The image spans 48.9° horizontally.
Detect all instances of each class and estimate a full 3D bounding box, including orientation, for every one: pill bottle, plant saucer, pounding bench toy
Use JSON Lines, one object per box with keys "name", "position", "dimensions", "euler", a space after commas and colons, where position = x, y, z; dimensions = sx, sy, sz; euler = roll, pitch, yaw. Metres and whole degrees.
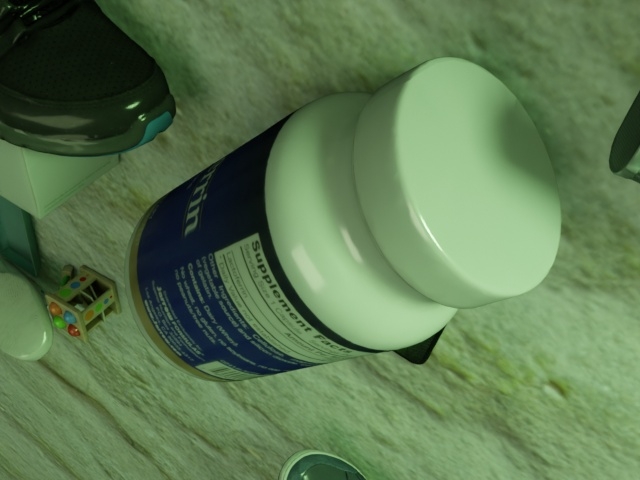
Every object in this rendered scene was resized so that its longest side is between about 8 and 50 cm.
{"name": "pill bottle", "position": [0.000, 0.000, 0.440], "dimensions": [0.264, 0.153, 0.153], "euler": [-22, 108, 47]}
{"name": "plant saucer", "position": [-0.366, -0.038, 0.829], "dimensions": [0.067, 0.018, 0.192], "euler": [29, 139, 17]}
{"name": "pounding bench toy", "position": [-0.288, 0.069, 0.816], "dimensions": [0.083, 0.065, 0.052], "euler": [25, 136, 22]}

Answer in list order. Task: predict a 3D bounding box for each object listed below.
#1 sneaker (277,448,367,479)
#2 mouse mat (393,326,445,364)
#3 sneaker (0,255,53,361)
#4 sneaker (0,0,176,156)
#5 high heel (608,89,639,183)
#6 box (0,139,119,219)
{"name": "sneaker", "position": [0.074, 0.283, 0.669], "dimensions": [0.226, 0.086, 0.163], "euler": [45, 152, -16]}
{"name": "mouse mat", "position": [0.040, 0.006, 0.536], "dimensions": [0.152, 0.007, 0.190], "euler": [32, 139, 15]}
{"name": "sneaker", "position": [-0.370, 0.078, 0.875], "dimensions": [0.212, 0.080, 0.094], "euler": [38, 178, 35]}
{"name": "sneaker", "position": [-0.249, -0.188, 0.517], "dimensions": [0.341, 0.125, 0.139], "euler": [35, 140, 10]}
{"name": "high heel", "position": [0.251, -0.091, 0.238], "dimensions": [0.186, 0.093, 0.261], "euler": [22, 129, -1]}
{"name": "box", "position": [-0.243, -0.097, 0.609], "dimensions": [0.087, 0.101, 0.102], "euler": [28, 139, 18]}
